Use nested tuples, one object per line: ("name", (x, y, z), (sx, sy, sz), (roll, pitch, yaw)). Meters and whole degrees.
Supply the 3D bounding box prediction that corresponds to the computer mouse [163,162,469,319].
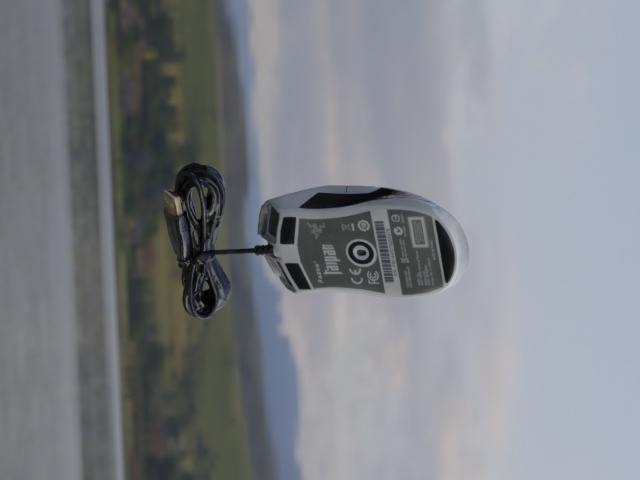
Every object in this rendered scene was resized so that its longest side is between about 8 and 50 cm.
("computer mouse", (0.000, 0.000, 1.132), (0.042, 0.193, 0.106), (-59, 144, -56))
